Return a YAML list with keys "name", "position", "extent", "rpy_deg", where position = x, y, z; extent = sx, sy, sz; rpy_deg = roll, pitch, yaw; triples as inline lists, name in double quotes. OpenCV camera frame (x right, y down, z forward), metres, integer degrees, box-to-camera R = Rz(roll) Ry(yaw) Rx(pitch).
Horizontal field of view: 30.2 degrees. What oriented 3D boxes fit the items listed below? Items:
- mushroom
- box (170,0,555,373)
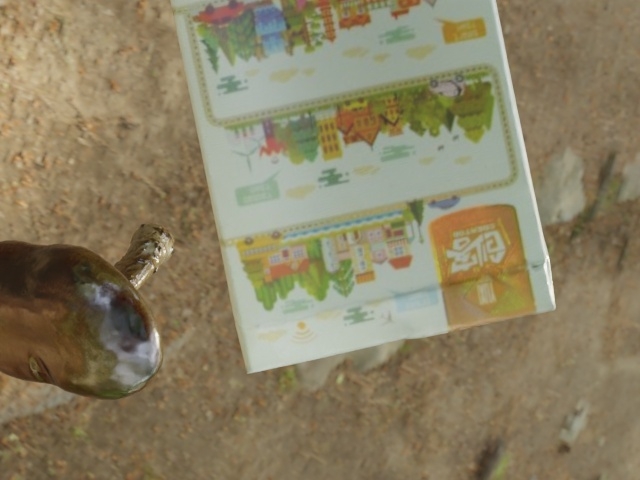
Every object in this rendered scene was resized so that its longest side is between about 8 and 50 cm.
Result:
- name: "mushroom"
  position: [-0.189, 0.039, 1.083]
  extent: [0.217, 0.227, 0.148]
  rpy_deg: [-36, 131, -45]
- name: "box"
  position: [0.009, -0.070, 0.446]
  extent: [0.122, 0.032, 0.221]
  rpy_deg: [-12, 92, -1]
